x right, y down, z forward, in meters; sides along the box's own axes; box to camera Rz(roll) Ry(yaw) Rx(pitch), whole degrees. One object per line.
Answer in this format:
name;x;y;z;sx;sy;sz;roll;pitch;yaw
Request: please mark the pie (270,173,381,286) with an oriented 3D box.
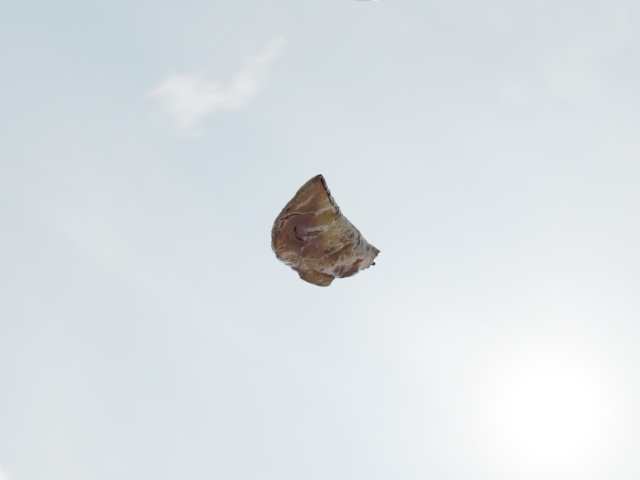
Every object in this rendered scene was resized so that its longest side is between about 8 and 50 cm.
pie;0.000;0.000;1.192;0.092;0.170;0.034;-33;-128;9
